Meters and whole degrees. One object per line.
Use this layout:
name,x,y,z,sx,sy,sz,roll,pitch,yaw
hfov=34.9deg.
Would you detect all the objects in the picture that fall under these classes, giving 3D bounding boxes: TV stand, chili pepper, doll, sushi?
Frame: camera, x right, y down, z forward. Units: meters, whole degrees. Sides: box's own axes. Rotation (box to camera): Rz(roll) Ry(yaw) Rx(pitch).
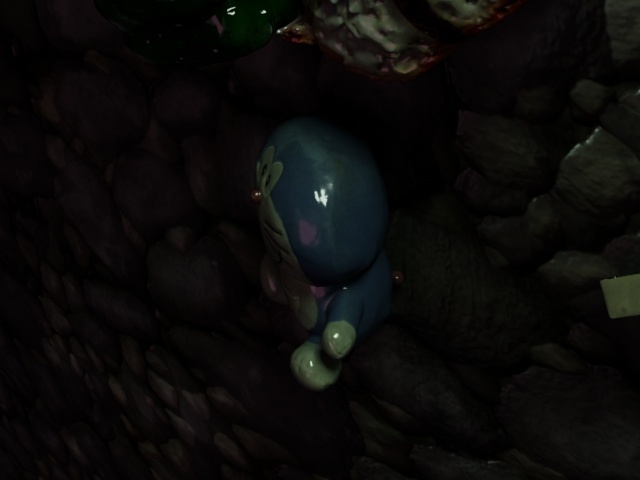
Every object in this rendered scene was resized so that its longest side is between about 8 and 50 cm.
TV stand,0.325,0.027,0.790,0.249,0.042,0.036,-16,87,52
chili pepper,-0.134,-0.255,0.976,0.261,0.174,0.165,11,153,43
doll,0.000,0.000,1.033,0.228,0.154,0.258,-108,1,-47
sushi,0.091,-0.218,0.776,0.130,0.124,0.332,48,145,-11
